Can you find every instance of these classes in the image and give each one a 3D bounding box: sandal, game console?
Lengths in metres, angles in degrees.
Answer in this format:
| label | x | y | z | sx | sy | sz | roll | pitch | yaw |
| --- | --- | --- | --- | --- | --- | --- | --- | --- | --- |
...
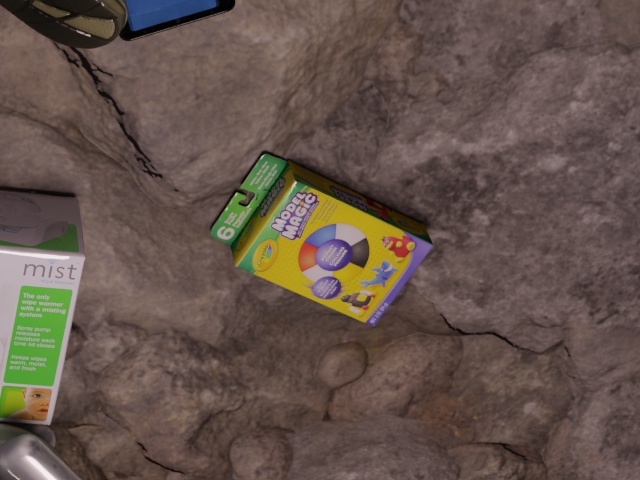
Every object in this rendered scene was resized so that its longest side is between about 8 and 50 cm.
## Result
| label | x | y | z | sx | sy | sz | roll | pitch | yaw |
| --- | --- | --- | --- | --- | --- | --- | --- | --- | --- |
| sandal | -0.313 | -0.297 | 1.757 | 0.303 | 0.086 | 0.120 | 36 | 143 | -27 |
| game console | -0.159 | -0.274 | 1.817 | 0.122 | 0.071 | 0.107 | -17 | 125 | -3 |

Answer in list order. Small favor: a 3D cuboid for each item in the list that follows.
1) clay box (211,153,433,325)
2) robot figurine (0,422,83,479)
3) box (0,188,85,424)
| label | x | y | z | sx | sy | sz | roll | pitch | yaw |
| --- | --- | --- | --- | --- | --- | --- | --- | --- | --- |
| clay box | 0.000 | 0.000 | 2.046 | 0.222 | 0.053 | 0.127 | 23 | 114 | -27 |
| robot figurine | -0.399 | 0.323 | 2.016 | 0.353 | 0.300 | 0.200 | -26 | 110 | 45 |
| box | -0.400 | 0.062 | 1.950 | 0.262 | 0.127 | 0.231 | 7 | 123 | -17 |
